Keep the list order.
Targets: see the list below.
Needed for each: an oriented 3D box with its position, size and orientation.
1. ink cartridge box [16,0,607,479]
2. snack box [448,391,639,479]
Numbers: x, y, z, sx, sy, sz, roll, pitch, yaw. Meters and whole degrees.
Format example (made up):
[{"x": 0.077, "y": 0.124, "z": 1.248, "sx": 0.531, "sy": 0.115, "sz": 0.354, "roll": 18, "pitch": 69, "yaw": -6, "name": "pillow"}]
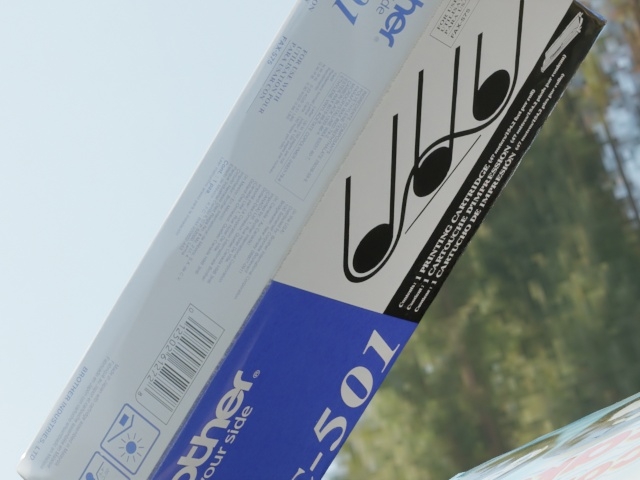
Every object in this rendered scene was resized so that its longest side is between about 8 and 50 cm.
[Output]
[{"x": 0.000, "y": 0.000, "z": 0.571, "sx": 0.207, "sy": 0.046, "sz": 0.097, "roll": -58, "pitch": -30, "yaw": 8, "name": "ink cartridge box"}, {"x": 0.129, "y": 0.087, "z": 0.657, "sx": 0.322, "sy": 0.060, "sz": 0.187, "roll": -31, "pitch": -3, "yaw": 38, "name": "snack box"}]
